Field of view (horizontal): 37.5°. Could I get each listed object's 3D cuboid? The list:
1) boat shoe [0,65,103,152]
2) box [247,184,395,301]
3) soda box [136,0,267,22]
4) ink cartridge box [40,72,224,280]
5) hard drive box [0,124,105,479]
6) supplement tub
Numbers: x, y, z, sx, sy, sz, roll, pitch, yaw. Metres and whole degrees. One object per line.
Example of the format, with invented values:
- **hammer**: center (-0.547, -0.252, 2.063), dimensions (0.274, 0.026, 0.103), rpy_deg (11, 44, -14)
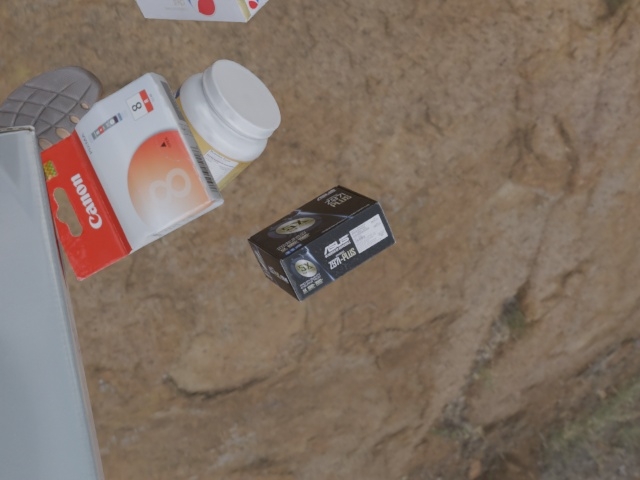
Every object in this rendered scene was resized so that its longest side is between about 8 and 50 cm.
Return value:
- **boat shoe**: center (-0.465, -0.159, 1.512), dimensions (0.324, 0.116, 0.123), rpy_deg (-40, 95, 16)
- **box**: center (0.000, 0.000, 1.465), dimensions (0.180, 0.147, 0.077), rpy_deg (-31, 114, -14)
- **soda box**: center (-0.174, -0.359, 1.330), dimensions (0.069, 0.216, 0.074), rpy_deg (-52, 135, -29)
- **ink cartridge box**: center (-0.205, -0.062, 0.938), dimensions (0.179, 0.145, 0.045), rpy_deg (-28, 173, 10)
- **hard drive box**: center (-0.137, 0.097, 0.393), dimensions (0.089, 0.232, 0.181), rpy_deg (-11, 168, -15)
- **supplement tub**: center (-0.166, -0.144, 1.327), dimensions (0.144, 0.144, 0.200), rpy_deg (26, 128, -37)
